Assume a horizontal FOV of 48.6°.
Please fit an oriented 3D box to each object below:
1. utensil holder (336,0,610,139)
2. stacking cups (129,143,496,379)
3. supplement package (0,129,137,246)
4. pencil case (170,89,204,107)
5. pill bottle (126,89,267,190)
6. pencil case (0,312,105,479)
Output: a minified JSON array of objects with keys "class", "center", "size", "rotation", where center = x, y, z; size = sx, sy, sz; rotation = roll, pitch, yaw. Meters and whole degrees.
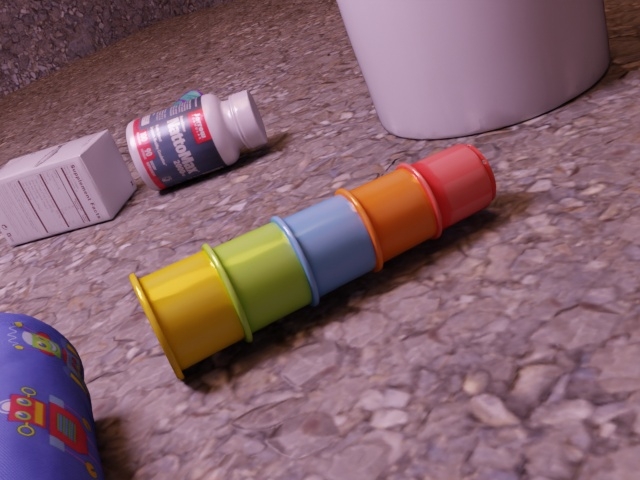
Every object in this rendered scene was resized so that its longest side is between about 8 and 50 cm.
[{"class":"utensil holder","center":[0.158,-0.358,0.851],"size":[0.328,0.385,0.327],"rotation":[-17,25,8]},{"class":"stacking cups","center":[0.000,0.000,0.608],"size":[0.316,0.096,0.096],"rotation":[-28,26,-15]},{"class":"supplement package","center":[-0.383,-0.077,1.042],"size":[0.179,0.105,0.105],"rotation":[-14,26,15]},{"class":"pencil case","center":[-0.244,-0.212,1.250],"size":[0.070,0.064,0.151],"rotation":[-26,21,29]},{"class":"pill bottle","center":[-0.174,-0.149,1.019],"size":[0.180,0.108,0.108],"rotation":[-19,25,5]},{"class":"pencil case","center":[-0.191,0.157,0.417],"size":[0.133,0.119,0.306],"rotation":[-54,29,3]}]
